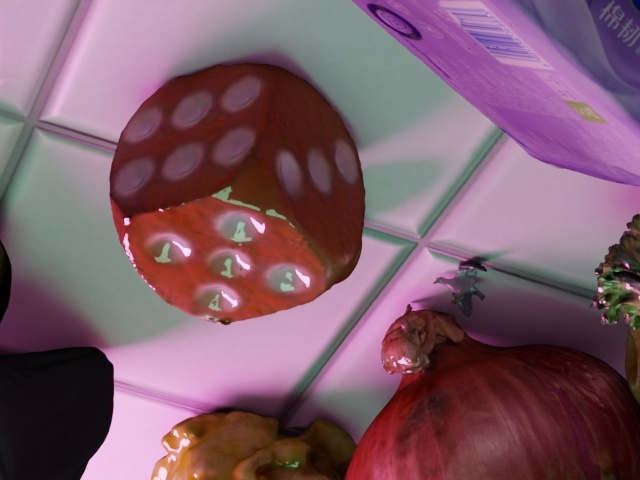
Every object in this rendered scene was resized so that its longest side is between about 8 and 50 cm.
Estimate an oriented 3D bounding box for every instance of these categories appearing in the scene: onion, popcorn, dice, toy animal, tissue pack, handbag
[{"bbox_3d":[0.175,0.258,1.993,0.354,0.353,0.353,4,143,3],"label":"onion"},{"bbox_3d":[-0.071,0.315,2.161,0.242,0.250,0.235,-17,130,25],"label":"popcorn"},{"bbox_3d":[-0.075,-0.045,1.749,0.175,0.174,0.179,-17,133,29],"label":"dice"},{"bbox_3d":[0.138,0.049,1.959,0.050,0.028,0.084,3,143,-10],"label":"toy animal"},{"bbox_3d":[0.177,-0.182,1.483,0.338,0.160,0.242,36,170,-35],"label":"tissue pack"},{"bbox_3d":[-0.376,0.223,2.063,0.302,0.178,0.275,-14,175,23],"label":"handbag"}]

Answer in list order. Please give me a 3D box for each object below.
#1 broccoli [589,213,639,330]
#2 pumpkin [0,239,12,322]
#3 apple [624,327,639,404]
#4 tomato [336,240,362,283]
[{"bbox_3d":[0.395,0.040,1.666,0.252,0.361,0.221,-19,109,-9],"label":"broccoli"},{"bbox_3d":[-0.423,0.041,1.916,0.238,0.159,0.238,1,147,1],"label":"pumpkin"},{"bbox_3d":[0.365,0.114,1.927,0.131,0.146,0.146,6,143,4],"label":"apple"},{"bbox_3d":[0.000,0.000,1.869,0.087,0.087,0.075,13,141,-10],"label":"tomato"}]
